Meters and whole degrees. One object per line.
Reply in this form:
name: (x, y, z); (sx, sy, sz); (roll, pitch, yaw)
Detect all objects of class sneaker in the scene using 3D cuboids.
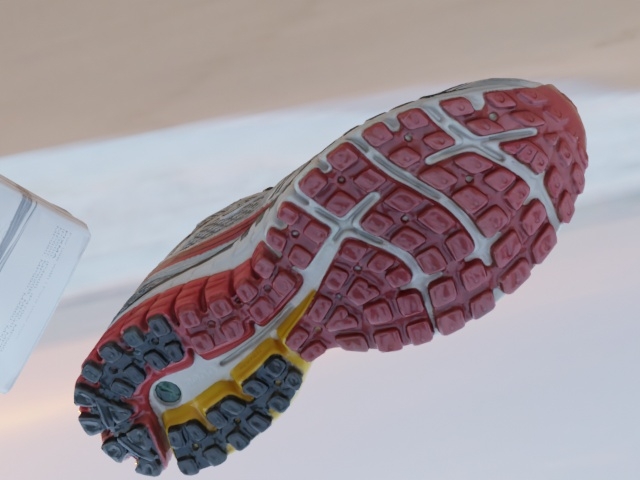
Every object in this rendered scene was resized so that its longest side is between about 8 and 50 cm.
sneaker: (0.000, 0.000, 0.746); (0.225, 0.088, 0.093); (-30, -159, 19)

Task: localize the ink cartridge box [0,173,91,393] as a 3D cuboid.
ink cartridge box: (-0.204, -0.016, 0.769); (0.158, 0.092, 0.218); (26, 178, 12)
